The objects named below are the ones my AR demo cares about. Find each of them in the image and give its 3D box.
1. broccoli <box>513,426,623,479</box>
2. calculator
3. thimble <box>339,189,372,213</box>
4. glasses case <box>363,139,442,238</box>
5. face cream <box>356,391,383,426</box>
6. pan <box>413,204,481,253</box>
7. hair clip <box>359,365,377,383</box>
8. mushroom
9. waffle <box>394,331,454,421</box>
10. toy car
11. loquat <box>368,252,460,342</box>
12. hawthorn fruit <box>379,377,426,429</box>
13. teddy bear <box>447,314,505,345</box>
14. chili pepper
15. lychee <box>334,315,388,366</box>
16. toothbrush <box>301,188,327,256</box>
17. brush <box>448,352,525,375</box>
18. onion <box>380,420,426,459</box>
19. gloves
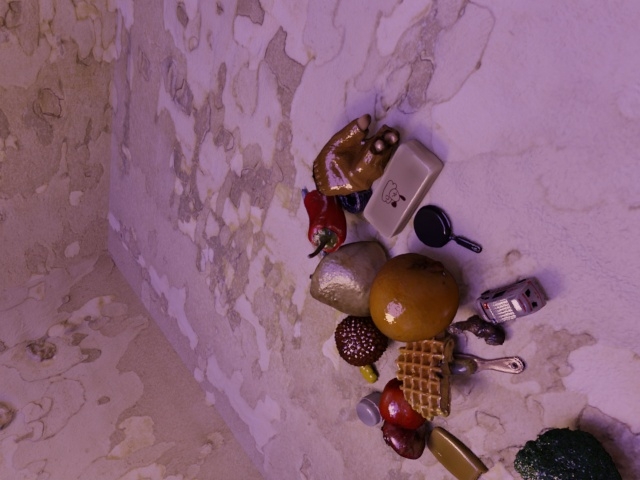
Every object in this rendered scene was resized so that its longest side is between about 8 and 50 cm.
[{"bbox_3d":[0.667,0.639,1.387,0.295,0.265,0.245,14,138,18],"label":"broccoli"},{"bbox_3d":[0.473,0.773,1.856,0.237,0.033,0.157,38,136,32],"label":"calculator"},{"bbox_3d":[0.117,-0.140,1.730,0.104,0.066,0.095,5,113,51],"label":"thimble"},{"bbox_3d":[0.242,-0.149,1.573,0.131,0.070,0.312,48,140,20],"label":"glasses case"},{"bbox_3d":[0.208,0.663,2.044,0.117,0.104,0.117,28,130,38],"label":"face cream"},{"bbox_3d":[0.368,-0.019,1.535,0.235,0.028,0.136,31,132,35],"label":"pan"},{"bbox_3d":[0.175,0.483,2.028,0.072,0.046,0.173,-7,107,55],"label":"hair clip"},{"bbox_3d":[0.092,0.163,1.785,0.292,0.218,0.211,117,139,-51],"label":"mushroom"},{"bbox_3d":[0.344,0.416,1.680,0.283,0.065,0.309,-59,40,29],"label":"waffle"},{"bbox_3d":[0.503,0.179,1.425,0.210,0.108,0.089,-32,87,54],"label":"toy car"},{"bbox_3d":[0.283,0.166,1.557,0.275,0.275,0.274,26,129,38],"label":"loquat"},{"bbox_3d":[0.296,0.558,1.835,0.179,0.179,0.200,8,100,47],"label":"hawthorn fruit"},{"bbox_3d":[0.464,0.258,1.528,0.161,0.077,0.119,17,164,2],"label":"teddy bear"},{"bbox_3d":[0.024,-0.033,1.716,0.338,0.135,0.131,-98,-14,-49],"label":"chili pepper"},{"bbox_3d":[0.140,0.363,1.887,0.238,0.200,0.200,-34,84,45],"label":"lychee"},{"bbox_3d":[0.000,0.000,1.967,0.035,0.042,0.412,-11,100,52],"label":"toothbrush"},{"bbox_3d":[0.482,0.395,1.611,0.313,0.067,0.071,-13,99,49],"label":"brush"},{"bbox_3d":[0.320,0.707,1.909,0.147,0.184,0.184,-45,71,12],"label":"onion"},{"bbox_3d":[0.112,-0.251,1.591,0.356,0.156,0.202,-24,72,55],"label":"gloves"}]
